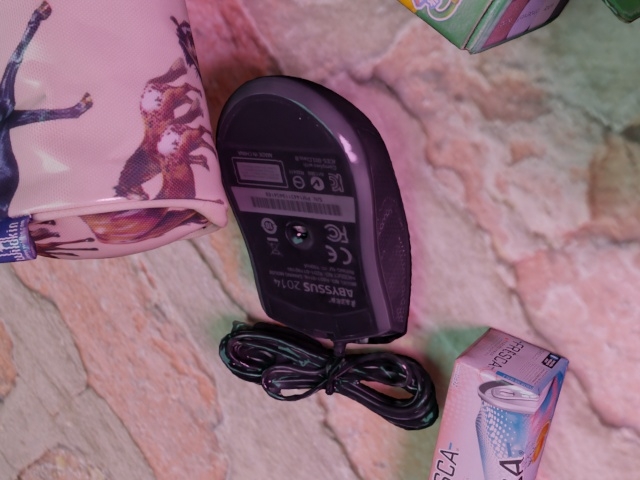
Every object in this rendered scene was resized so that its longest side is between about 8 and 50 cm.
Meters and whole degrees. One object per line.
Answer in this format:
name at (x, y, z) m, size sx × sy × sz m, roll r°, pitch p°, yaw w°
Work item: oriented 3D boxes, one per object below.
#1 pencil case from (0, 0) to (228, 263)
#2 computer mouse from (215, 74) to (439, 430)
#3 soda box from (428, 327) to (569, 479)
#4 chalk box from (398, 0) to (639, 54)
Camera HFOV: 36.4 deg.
pencil case at (-0.186, -0.187, 0.631) m, size 0.184 × 0.160 × 0.410 m, roll -11°, pitch 88°, yaw -6°
computer mouse at (0.000, 0.000, 0.691) m, size 0.189 × 0.072 × 0.272 m, roll 12°, pitch 127°, yaw 29°
soda box at (0.115, 0.157, 0.675) m, size 0.063 × 0.058 × 0.183 m, roll 22°, pitch 120°, yaw 26°
chalk box at (0.091, -0.192, 0.505) m, size 0.213 × 0.132 × 0.132 m, roll 40°, pitch 126°, yaw 14°
